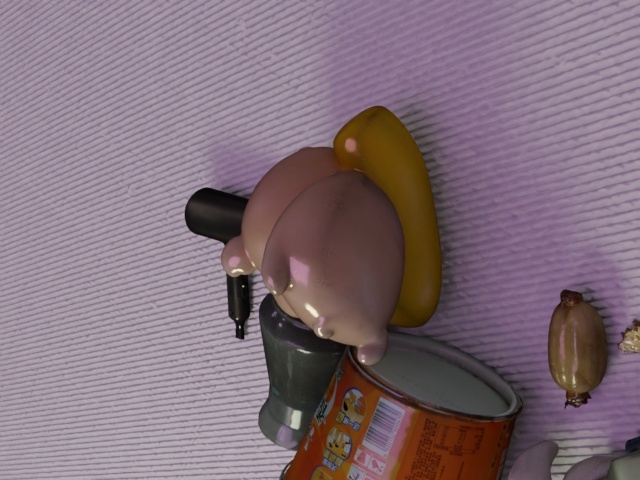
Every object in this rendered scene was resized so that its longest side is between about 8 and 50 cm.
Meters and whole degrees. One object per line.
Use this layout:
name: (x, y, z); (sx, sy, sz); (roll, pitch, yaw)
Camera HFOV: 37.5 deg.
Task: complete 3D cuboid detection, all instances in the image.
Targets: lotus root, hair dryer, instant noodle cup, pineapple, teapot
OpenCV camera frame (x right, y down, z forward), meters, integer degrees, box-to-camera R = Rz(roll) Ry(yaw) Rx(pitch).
lotus root: (0.309, 0.132, 1.133); (0.073, 0.062, 0.151); (6, 104, 47)
hair dryer: (-0.111, 0.052, 1.476); (0.195, 0.078, 0.249); (17, 120, 36)
instant noodle cup: (0.114, 0.260, 1.201); (0.296, 0.296, 0.214); (28, 108, 32)
pineapple: (0.386, 0.112, 1.093); (0.083, 0.019, 0.045); (5, 109, 38)
teapot: (-0.018, 0.169, 1.367); (0.203, 0.170, 0.225); (-119, 34, -55)

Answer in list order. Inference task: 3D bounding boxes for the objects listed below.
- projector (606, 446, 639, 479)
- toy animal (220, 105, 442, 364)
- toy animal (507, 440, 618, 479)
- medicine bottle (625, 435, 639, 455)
projector: (0.425, 0.312, 0.879); (0.248, 0.248, 0.249); (-14, 66, 10)
toy animal: (0.008, 0.019, 1.207); (0.246, 0.345, 0.278); (-8, 129, 30)
toy animal: (0.313, 0.409, 1.094); (0.182, 0.247, 0.310); (-21, 102, 24)
medicine bottle: (0.434, 0.201, 1.049); (0.208, 0.053, 0.090); (-42, 73, 38)
